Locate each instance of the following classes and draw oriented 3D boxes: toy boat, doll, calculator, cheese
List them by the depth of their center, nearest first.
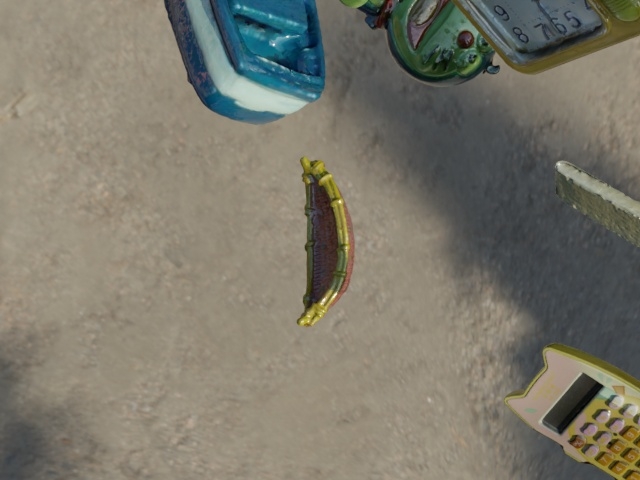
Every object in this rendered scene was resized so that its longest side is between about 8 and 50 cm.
[{"bbox_3d":[-0.069,-0.213,0.680,0.061,0.096,0.299,-36,56,38],"label":"toy boat"},{"bbox_3d":[0.346,0.218,1.186,0.236,0.157,0.033,34,44,8],"label":"calculator"},{"bbox_3d":[0.525,-0.003,1.532,0.034,0.085,0.400,-38,56,-22],"label":"cheese"},{"bbox_3d":[0.182,-0.391,1.709,0.322,0.186,0.198,43,99,-4],"label":"doll"},{"bbox_3d":[0.006,0.003,1.809,0.099,0.141,0.318,11,71,-31],"label":"toy boat"}]

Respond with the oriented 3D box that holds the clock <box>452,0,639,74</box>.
[{"bbox_3d":[0.212,-0.235,0.869,0.143,0.202,0.096,42,70,-15],"label":"clock"}]
